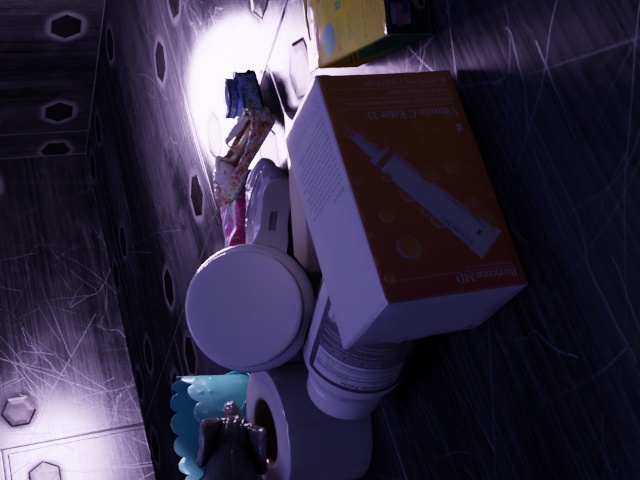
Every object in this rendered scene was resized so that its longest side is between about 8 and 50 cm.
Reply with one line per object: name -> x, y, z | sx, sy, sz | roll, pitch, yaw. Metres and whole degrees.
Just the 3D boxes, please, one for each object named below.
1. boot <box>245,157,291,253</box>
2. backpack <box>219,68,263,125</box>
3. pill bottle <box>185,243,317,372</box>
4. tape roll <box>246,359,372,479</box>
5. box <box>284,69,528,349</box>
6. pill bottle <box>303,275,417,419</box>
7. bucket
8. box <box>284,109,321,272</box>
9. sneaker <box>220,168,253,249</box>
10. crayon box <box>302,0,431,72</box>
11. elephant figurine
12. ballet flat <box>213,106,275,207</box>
boot -> -0.121, -0.049, 2.086 | 0.123, 0.095, 0.258 | -119, 39, -55
backpack -> -0.178, -0.307, 2.137 | 0.105, 0.084, 0.114 | 123, 133, -60
pill bottle -> -0.117, 0.119, 1.716 | 0.392, 0.224, 0.224 | 66, -164, -87
tape roll -> -0.027, 0.351, 1.841 | 0.246, 0.169, 0.246 | 173, 90, -69
box -> 0.108, -0.048, 1.341 | 0.168, 0.215, 0.345 | 125, 134, -58
pill bottle -> 0.069, 0.142, 1.539 | 0.318, 0.176, 0.176 | 105, 149, -42
bucket -> -0.245, 0.450, 2.332 | 0.281, 0.183, 0.281 | 175, 90, -67
box -> 0.008, -0.090, 1.679 | 0.094, 0.113, 0.275 | -134, 39, -60
sneaker -> -0.174, -0.042, 2.198 | 0.111, 0.103, 0.252 | -156, 71, -66
crayon box -> 0.061, -0.394, 1.536 | 0.318, 0.081, 0.202 | 179, 85, -67
elephant figurine -> -0.173, 0.399, 1.810 | 0.186, 0.169, 0.239 | -17, 61, 39
ballet flat -> -0.185, -0.187, 2.075 | 0.091, 0.077, 0.241 | 39, 105, 48
